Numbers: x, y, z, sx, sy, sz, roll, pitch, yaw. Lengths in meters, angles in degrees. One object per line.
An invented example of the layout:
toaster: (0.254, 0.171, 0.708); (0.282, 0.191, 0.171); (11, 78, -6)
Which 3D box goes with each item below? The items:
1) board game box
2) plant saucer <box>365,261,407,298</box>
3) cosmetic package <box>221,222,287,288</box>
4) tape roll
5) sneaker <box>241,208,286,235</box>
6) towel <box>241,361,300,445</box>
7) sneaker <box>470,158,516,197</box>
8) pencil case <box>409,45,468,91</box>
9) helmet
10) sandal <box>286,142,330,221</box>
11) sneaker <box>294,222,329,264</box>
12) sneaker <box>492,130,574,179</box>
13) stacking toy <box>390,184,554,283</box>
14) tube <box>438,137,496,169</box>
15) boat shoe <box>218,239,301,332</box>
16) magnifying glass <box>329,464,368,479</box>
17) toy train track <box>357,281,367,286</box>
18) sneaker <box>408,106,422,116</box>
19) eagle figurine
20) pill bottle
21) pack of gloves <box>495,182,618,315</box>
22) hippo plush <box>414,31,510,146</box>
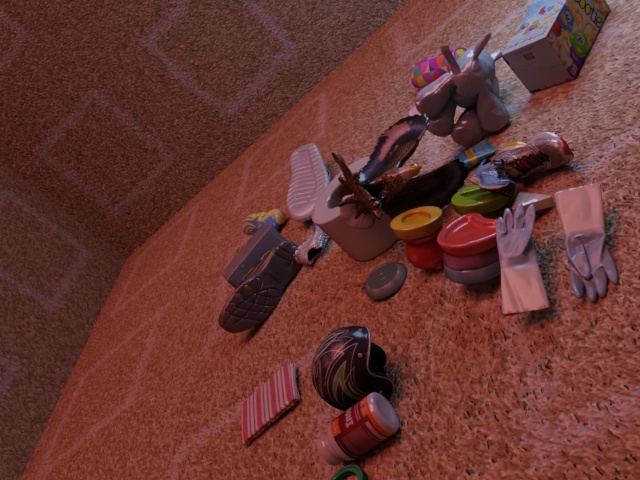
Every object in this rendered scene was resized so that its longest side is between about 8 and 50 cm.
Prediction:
board game box: (0.616, -0.545, 1.624); (0.144, 0.142, 0.275); (-7, 46, 58)
plant saucer: (0.157, 0.093, 1.538); (0.119, 0.021, 0.119); (-28, 30, 18)
cosmetic package: (-0.211, 0.069, 2.121); (0.238, 0.127, 0.107); (-52, 23, -5)
tape roll: (0.119, -0.087, 1.731); (0.246, 0.169, 0.246); (-38, 25, 21)
sneaker: (-0.239, -0.043, 2.394); (0.240, 0.091, 0.126); (-22, 34, 44)
towel: (-0.127, 0.408, 1.556); (0.197, 0.029, 0.144); (-44, 23, 15)
sneaker: (0.376, -0.143, 1.350); (0.162, 0.063, 0.073); (-120, 47, -69)
pencil case: (0.407, -0.581, 2.118); (0.104, 0.104, 0.236); (-56, 22, -19)
helmet: (0.061, 0.260, 1.270); (0.169, 0.161, 0.169); (-41, 19, 18)
sandal: (-0.029, -0.209, 2.287); (0.169, 0.102, 0.416); (-21, 42, 20)
sneaker: (0.000, 0.000, 1.948); (0.191, 0.071, 0.083); (-58, 30, -4)
sneaker: (0.460, -0.172, 1.371); (0.093, 0.088, 0.225); (-45, 12, -19)
stacking toy: (0.339, -0.008, 1.365); (0.279, 0.131, 0.309); (-25, 21, -15)
tube: (0.361, -0.195, 1.644); (0.207, 0.052, 0.080); (-33, 36, 16)
boat shoe: (-0.191, 0.153, 1.979); (0.355, 0.132, 0.130); (-48, 11, -23)
magnifying glass: (-0.002, 0.509, 1.171); (0.231, 0.026, 0.092); (-44, 23, 11)
toy train track: (0.127, 0.112, 1.590); (0.083, 0.014, 0.048); (-8, 37, 48)
sneaker: (0.332, -0.444, 2.080); (0.070, 0.051, 0.134); (-14, 44, 45)
eagle figurine: (0.192, -0.155, 1.530); (0.225, 0.226, 0.298); (19, 39, 40)
pill bottle: (0.069, 0.366, 1.195); (0.152, 0.086, 0.086); (-40, 24, 17)
pack of gloves: (0.424, 0.022, 1.128); (0.195, 0.046, 0.232); (-12, 56, 26)
hippo plush: (0.384, -0.426, 1.705); (0.234, 0.294, 0.237); (-10, 29, 22)
